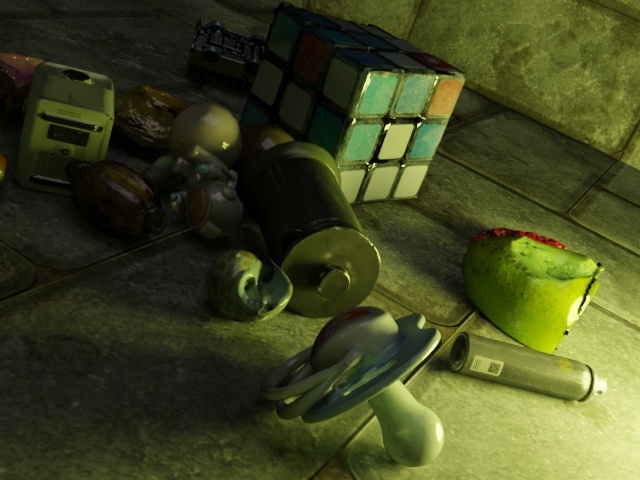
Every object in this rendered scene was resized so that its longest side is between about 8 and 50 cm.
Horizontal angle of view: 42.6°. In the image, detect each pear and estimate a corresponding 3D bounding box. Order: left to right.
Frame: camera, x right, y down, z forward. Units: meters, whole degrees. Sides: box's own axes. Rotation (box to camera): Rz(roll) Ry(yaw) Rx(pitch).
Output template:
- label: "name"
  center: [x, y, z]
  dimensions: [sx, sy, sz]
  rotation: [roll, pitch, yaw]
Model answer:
- label: "pear"
  center: [0.421, 0.076, 1.674]
  dimensions: [0.292, 0.159, 0.292]
  rotation: [15, 25, -7]

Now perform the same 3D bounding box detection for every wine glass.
- label: "wine glass"
  center: [-0.322, -0.121, 1.582]
  dimensions: [0.072, 0.072, 0.155]
  rotation: [27, 26, 11]

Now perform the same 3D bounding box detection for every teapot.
- label: "teapot"
  center: [0.000, 0.000, 1.485]
  dimensions: [0.270, 0.200, 0.337]
  rotation: [43, 13, -33]

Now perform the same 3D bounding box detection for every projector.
- label: "projector"
  center: [-0.473, -0.213, 1.526]
  dimensions: [0.163, 0.177, 0.242]
  rotation: [13, 25, -20]

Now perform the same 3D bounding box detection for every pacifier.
- label: "pacifier"
  center: [0.077, 0.216, 1.132]
  dimensions: [0.233, 0.244, 0.299]
  rotation: [53, 2, -3]

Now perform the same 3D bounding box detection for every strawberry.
- label: "strawberry"
  center: [0.472, 0.020, 1.887]
  dimensions: [0.228, 0.098, 0.174]
  rotation: [34, 27, 23]

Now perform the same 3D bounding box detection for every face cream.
- label: "face cream"
  center: [0.364, 0.225, 1.425]
  dimensions: [0.283, 0.073, 0.073]
  rotation: [16, 26, -13]

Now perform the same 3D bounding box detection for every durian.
- label: "durian"
  center: [-0.596, -0.319, 1.724]
  dimensions: [0.191, 0.112, 0.341]
  rotation: [20, 13, 15]

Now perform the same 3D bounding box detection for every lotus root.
- label: "lotus root"
  center: [-0.357, -0.071, 1.410]
  dimensions: [0.209, 0.120, 0.120]
  rotation: [32, 27, 14]

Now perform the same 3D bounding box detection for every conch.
- label: "conch"
  center: [-0.122, 0.076, 1.314]
  dimensions: [0.173, 0.106, 0.116]
  rotation: [28, 53, 27]

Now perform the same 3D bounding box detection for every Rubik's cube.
- label: "Rubik's cube"
  center: [0.064, -0.308, 1.928]
  dimensions: [0.362, 0.363, 0.358]
  rotation: [-6, 34, -46]

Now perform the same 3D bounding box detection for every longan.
- label: "longan"
  center: [-0.139, -0.151, 1.698]
  dimensions: [0.204, 0.159, 0.185]
  rotation: [-20, 48, -1]

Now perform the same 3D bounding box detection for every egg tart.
- label: "egg tart"
  center: [-0.361, -0.270, 1.793]
  dimensions: [0.241, 0.106, 0.241]
  rotation: [28, 17, -10]

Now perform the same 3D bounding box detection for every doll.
- label: "doll"
  center: [-0.207, -0.123, 1.544]
  dimensions: [0.150, 0.151, 0.287]
  rotation: [7, 54, -28]

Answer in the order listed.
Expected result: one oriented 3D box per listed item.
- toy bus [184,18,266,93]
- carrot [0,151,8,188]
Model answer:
- label: "toy bus"
  center: [-0.241, -0.507, 2.320]
  dimensions: [0.262, 0.150, 0.128]
  rotation: [15, 55, -14]
- label: "carrot"
  center: [-0.621, -0.129, 1.357]
  dimensions: [0.193, 0.087, 0.087]
  rotation: [10, 27, -18]
